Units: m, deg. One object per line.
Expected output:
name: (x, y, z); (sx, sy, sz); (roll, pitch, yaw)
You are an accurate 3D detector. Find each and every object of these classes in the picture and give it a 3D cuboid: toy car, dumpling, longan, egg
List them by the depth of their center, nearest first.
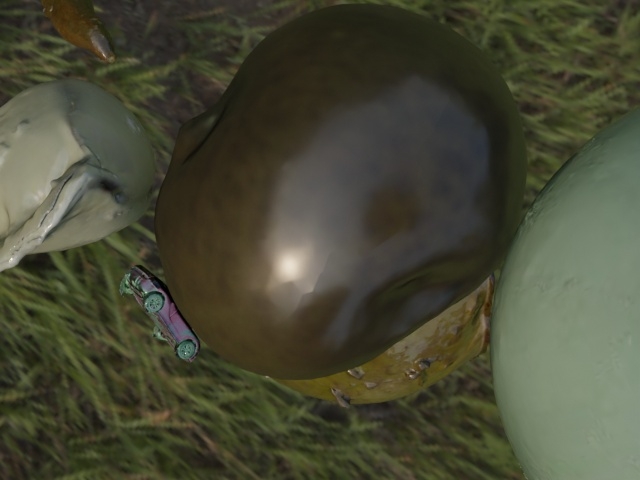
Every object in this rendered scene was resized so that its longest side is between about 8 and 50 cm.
egg: (0.248, 0.061, 0.651); (0.389, 0.276, 0.276); (15, 100, -39)
longan: (0.017, -0.043, 1.173); (0.350, 0.288, 0.288); (-44, 132, -6)
toy car: (-0.186, 0.086, 1.622); (0.055, 0.069, 0.142); (-40, 127, -16)
dumpling: (-0.362, -0.056, 1.774); (0.315, 0.395, 0.233); (-46, 113, 6)

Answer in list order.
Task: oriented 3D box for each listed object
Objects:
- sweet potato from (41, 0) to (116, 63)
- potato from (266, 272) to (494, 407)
sweet potato: (-0.334, -0.310, 1.777); (0.067, 0.274, 0.067); (-22, 136, -23)
potato: (0.000, 0.000, 1.662); (0.319, 0.385, 0.442); (-23, 94, -11)
